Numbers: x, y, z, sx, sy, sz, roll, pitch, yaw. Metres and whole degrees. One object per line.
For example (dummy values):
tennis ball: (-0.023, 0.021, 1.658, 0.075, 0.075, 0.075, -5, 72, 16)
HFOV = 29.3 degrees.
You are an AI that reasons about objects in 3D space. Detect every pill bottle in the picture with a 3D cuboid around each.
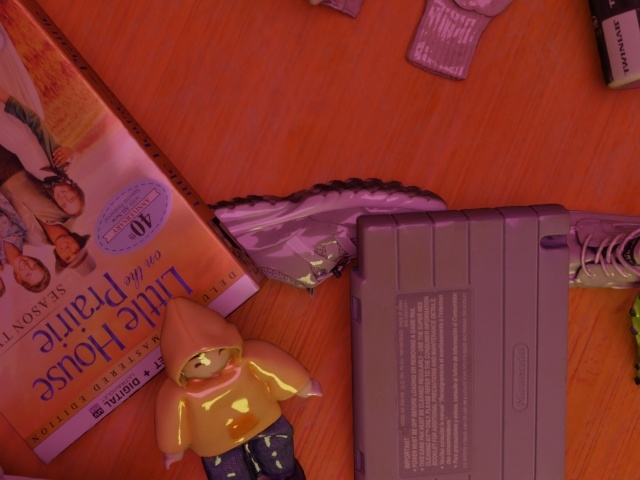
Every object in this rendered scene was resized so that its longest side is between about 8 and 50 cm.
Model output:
pill bottle: (0.354, -0.298, 1.348, 0.130, 0.130, 0.246, -12, 89, -7)

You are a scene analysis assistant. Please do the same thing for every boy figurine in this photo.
boy figurine: (-0.084, 0.166, 1.231, 0.177, 0.092, 0.285, -20, 130, -8)

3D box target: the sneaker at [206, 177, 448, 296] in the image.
sneaker: (0.000, 0.000, 1.325, 0.281, 0.105, 0.115, -8, 100, 3)

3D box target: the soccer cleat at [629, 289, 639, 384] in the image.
soccer cleat: (0.378, 0.098, 1.334, 0.072, 0.179, 0.060, -32, 48, -18)

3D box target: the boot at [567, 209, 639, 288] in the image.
boot: (0.318, 0.007, 1.334, 0.258, 0.123, 0.095, -4, 88, -6)

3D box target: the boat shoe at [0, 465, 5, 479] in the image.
boat shoe: (-0.425, 0.439, 1.205, 0.186, 0.156, 0.500, 16, 76, -40)

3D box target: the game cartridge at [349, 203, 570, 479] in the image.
game cartridge: (0.147, 0.141, 1.303, 0.230, 0.068, 0.355, -2, 104, -4)

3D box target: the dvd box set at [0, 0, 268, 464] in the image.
dvd box set: (-0.302, -0.021, 1.262, 0.307, 0.062, 0.420, -39, 92, 10)

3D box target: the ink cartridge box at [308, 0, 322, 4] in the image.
ink cartridge box: (-0.025, -0.405, 1.177, 0.119, 0.353, 0.207, -30, 74, -3)

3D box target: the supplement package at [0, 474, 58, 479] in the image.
supplement package: (-0.248, 0.361, 1.176, 0.134, 0.139, 0.244, 30, 64, -45)

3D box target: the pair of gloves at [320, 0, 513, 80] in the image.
pair of gloves: (0.106, -0.315, 1.366, 0.240, 0.042, 0.204, 30, 85, -5)
